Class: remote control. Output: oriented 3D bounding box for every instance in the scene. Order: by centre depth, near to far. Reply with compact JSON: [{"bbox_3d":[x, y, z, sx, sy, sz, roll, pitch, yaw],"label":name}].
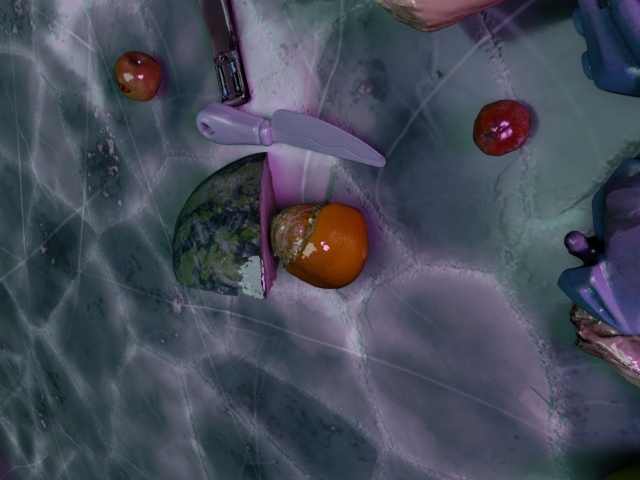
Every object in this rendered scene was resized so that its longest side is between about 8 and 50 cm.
[{"bbox_3d":[-0.157,-0.322,0.792,0.059,0.028,0.212,-5,103,37],"label":"remote control"}]

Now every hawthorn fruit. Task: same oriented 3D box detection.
[{"bbox_3d":[0.207,-0.127,0.575,0.066,0.103,0.067,11,117,22],"label":"hawthorn fruit"}]

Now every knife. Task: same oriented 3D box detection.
[{"bbox_3d":[-0.055,-0.168,0.758,0.331,0.044,0.080,14,142,26],"label":"knife"}]

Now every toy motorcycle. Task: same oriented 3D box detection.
[{"bbox_3d":[0.329,-0.072,0.480,0.232,0.172,0.417,-12,89,49],"label":"toy motorcycle"}]

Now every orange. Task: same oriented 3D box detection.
[{"bbox_3d":[0.000,0.000,0.725,0.156,0.156,0.134,30,78,22],"label":"orange"}]

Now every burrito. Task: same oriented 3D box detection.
[{"bbox_3d":[0.387,0.158,0.573,0.229,0.063,0.058,44,151,12],"label":"burrito"}]

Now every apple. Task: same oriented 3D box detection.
[{"bbox_3d":[-0.322,-0.289,0.878,0.084,0.084,0.071,45,140,13],"label":"apple"}]

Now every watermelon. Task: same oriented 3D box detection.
[{"bbox_3d":[-0.155,-0.017,0.817,0.260,0.256,0.176,1,150,25],"label":"watermelon"}]

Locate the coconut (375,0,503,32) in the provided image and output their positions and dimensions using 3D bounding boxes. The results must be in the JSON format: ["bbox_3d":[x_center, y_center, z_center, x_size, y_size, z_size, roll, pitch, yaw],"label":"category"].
[{"bbox_3d":[0.160,-0.368,0.422,0.309,0.297,0.298,-19,94,38],"label":"coconut"}]

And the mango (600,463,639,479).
[{"bbox_3d":[0.417,0.307,0.567,0.232,0.125,0.111,-27,86,13],"label":"mango"}]
